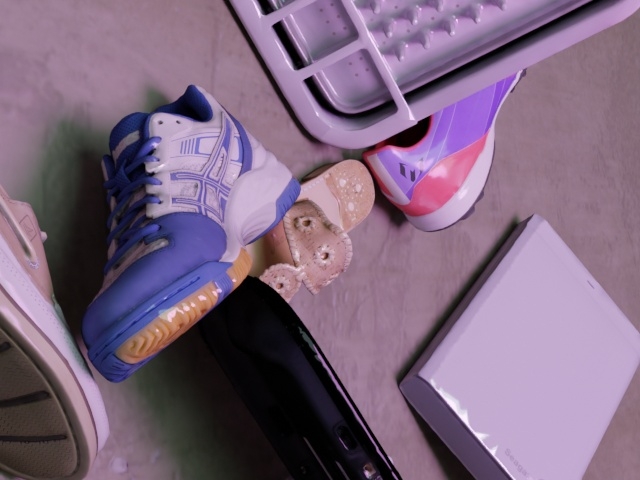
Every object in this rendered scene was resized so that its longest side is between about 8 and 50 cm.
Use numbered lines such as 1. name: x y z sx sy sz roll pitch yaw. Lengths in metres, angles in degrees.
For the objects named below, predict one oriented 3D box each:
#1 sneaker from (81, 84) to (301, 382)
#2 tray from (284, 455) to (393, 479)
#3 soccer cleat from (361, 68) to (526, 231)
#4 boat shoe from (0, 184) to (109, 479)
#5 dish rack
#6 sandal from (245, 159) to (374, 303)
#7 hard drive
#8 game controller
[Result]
1. sneaker: -0.113 -0.015 0.779 0.131 0.112 0.296 50 22 -11
2. tray: 0.021 0.322 0.948 0.145 0.030 0.270 2 80 -51
3. soccer cleat: 0.128 -0.164 1.131 0.116 0.109 0.318 41 55 -33
4. boat shoe: -0.205 0.017 0.672 0.103 0.113 0.302 -73 146 -49
5. dish rack: 0.085 -0.260 0.961 0.285 0.333 0.072 59 15 -22
6. sandal: -0.003 -0.006 0.951 0.240 0.079 0.088 -45 117 -45
7. hard drive: 0.221 0.128 1.183 0.203 0.040 0.307 49 44 -5
8. game controller: 0.019 0.161 0.843 0.067 0.166 0.319 -38 106 -22
